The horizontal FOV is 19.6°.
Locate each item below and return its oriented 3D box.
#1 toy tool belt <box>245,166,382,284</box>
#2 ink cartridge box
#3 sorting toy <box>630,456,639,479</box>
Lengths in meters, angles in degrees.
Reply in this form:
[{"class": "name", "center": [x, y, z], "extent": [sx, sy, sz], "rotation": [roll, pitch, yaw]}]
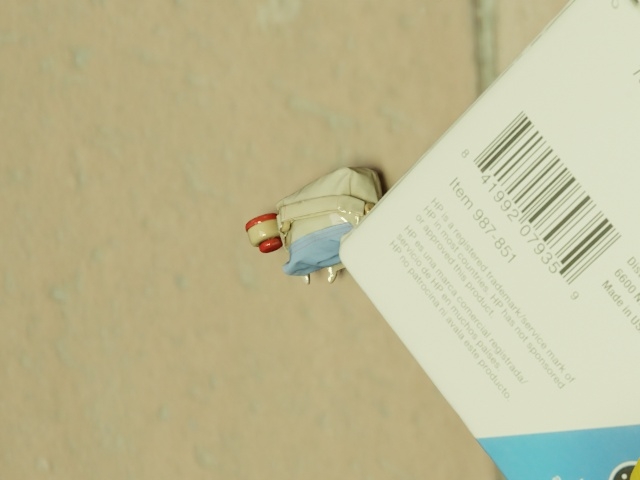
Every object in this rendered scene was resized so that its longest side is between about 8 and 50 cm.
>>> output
[{"class": "toy tool belt", "center": [0.000, 0.000, 0.927], "extent": [0.083, 0.052, 0.051], "rotation": [-28, 73, 35]}, {"class": "ink cartridge box", "center": [0.192, -0.015, 0.745], "extent": [0.307, 0.129, 0.223], "rotation": [-47, 71, 31]}, {"class": "sorting toy", "center": [0.215, 0.098, 0.663], "extent": [0.229, 0.307, 0.041], "rotation": [-48, 42, 32]}]
